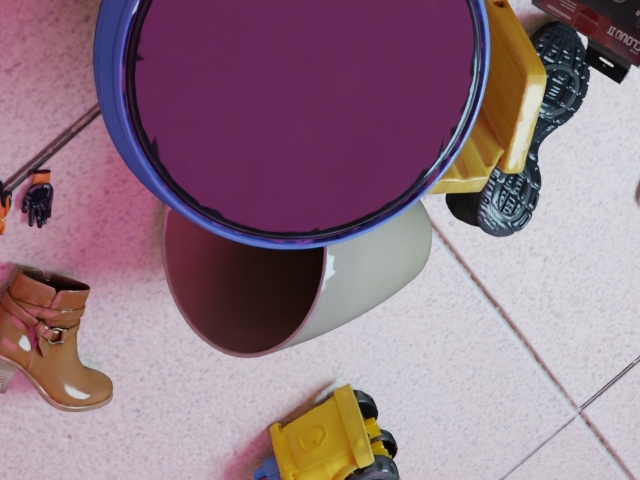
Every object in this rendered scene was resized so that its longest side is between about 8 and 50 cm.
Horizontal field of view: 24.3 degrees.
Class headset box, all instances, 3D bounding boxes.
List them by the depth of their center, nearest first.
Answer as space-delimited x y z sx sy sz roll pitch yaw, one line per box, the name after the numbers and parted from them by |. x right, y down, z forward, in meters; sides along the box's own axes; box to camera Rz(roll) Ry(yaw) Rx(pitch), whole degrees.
0.391 -0.327 1.729 0.110 0.218 0.293 15 108 -37 | headset box

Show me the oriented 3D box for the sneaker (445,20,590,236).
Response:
0.233 -0.146 1.854 0.109 0.130 0.286 32 81 -29 | sneaker

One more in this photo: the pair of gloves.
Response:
-0.336 -0.042 1.651 0.083 0.010 0.074 -12 125 -27 | pair of gloves

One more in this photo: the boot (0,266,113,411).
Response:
-0.302 0.116 1.745 0.197 0.073 0.152 16 109 -40 | boot

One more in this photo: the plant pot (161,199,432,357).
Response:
0.000 0.000 1.745 0.274 0.256 0.256 -2 124 -49 | plant pot

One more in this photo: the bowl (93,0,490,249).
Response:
-0.020 -0.171 1.427 0.391 0.077 0.391 -6 115 -13 | bowl

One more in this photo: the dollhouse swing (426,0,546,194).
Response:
0.083 -0.263 1.570 0.346 0.315 0.305 -3 143 -28 | dollhouse swing

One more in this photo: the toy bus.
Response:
0.010 0.333 2.044 0.211 0.149 0.220 -25 135 4 | toy bus
